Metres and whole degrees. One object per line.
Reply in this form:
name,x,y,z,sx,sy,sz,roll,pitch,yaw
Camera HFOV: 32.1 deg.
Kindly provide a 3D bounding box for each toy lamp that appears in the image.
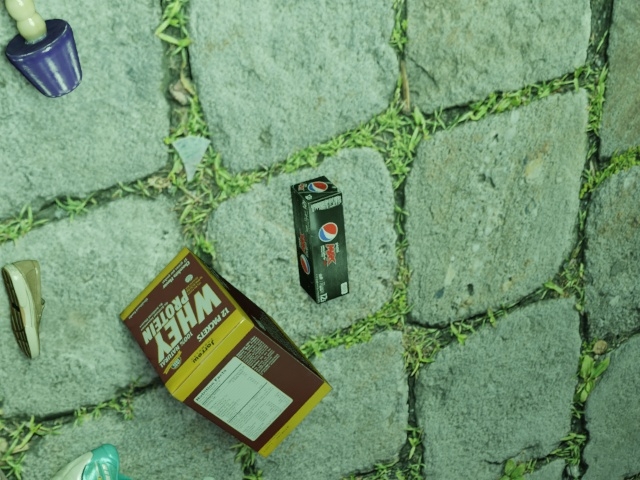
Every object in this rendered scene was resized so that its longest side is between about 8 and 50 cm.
toy lamp,-0.330,-0.272,1.160,0.080,0.080,0.274,-32,126,-11

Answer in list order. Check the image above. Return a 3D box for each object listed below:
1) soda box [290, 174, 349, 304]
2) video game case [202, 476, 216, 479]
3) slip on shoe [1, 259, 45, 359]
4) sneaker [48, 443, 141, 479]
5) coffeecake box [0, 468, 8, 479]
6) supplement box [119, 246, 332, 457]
soda box,0.000,0.000,1.525,0.053,0.060,0.168,-18,125,-20
video game case,-0.159,0.479,1.668,0.190,0.022,0.173,62,37,-39
slip on shoe,-0.358,0.085,1.371,0.041,0.051,0.135,-24,121,-32
sneaker,-0.271,0.395,1.572,0.110,0.107,0.275,-39,131,-18
coffeecake box,-0.411,0.352,1.407,0.068,0.142,0.185,-31,115,-13
supplement box,-0.124,0.144,1.449,0.129,0.191,0.194,-46,131,0
